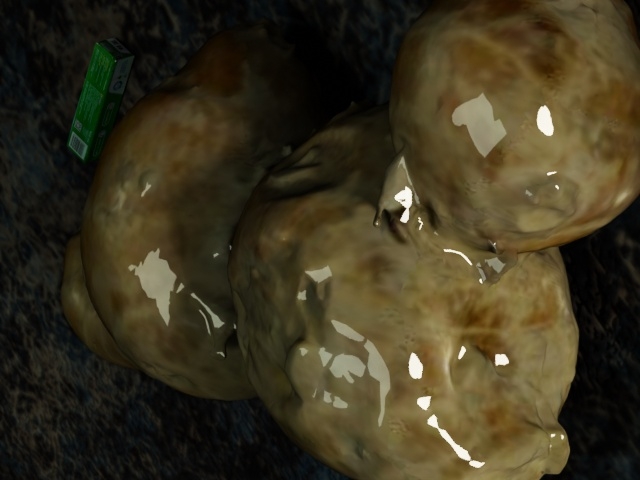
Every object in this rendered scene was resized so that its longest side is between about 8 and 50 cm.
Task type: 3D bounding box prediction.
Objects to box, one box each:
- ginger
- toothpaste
[{"bbox_3d":[0.000,0.000,0.824,0.375,0.176,0.256,-1,90,44],"label":"ginger"},{"bbox_3d":[-0.136,-0.086,1.007,0.020,0.017,0.083,43,131,23],"label":"toothpaste"}]
